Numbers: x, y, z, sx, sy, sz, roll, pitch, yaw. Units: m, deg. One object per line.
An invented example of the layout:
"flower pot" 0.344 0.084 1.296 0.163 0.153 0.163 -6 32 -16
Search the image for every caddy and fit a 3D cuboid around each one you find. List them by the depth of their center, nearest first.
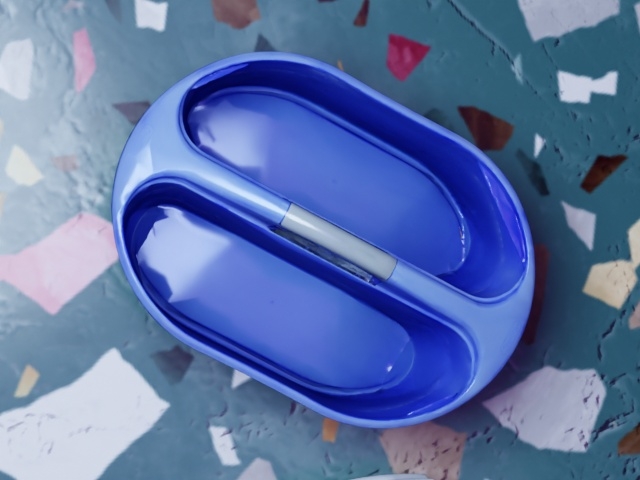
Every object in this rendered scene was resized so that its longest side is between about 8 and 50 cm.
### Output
"caddy" 0.000 0.000 1.297 0.341 0.179 0.241 28 86 -10

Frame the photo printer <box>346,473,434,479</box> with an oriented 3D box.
"photo printer" 0.027 0.353 1.336 0.256 0.107 0.307 -19 93 -10
